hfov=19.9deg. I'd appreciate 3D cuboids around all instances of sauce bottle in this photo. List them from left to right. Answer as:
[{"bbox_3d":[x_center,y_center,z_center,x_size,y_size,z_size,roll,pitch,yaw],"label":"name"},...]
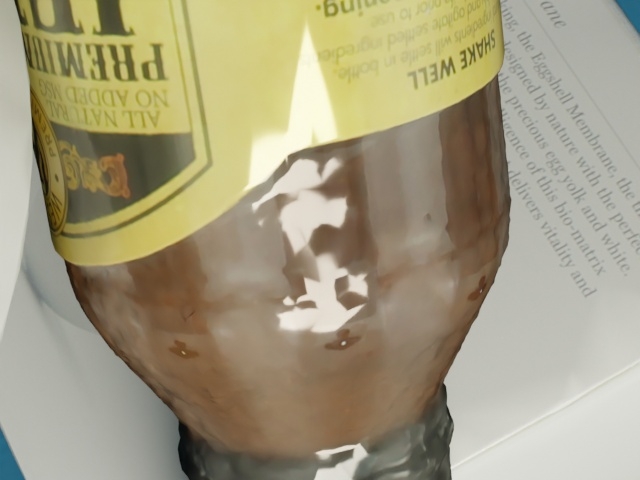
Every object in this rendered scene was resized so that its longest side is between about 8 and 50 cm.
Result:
[{"bbox_3d":[-0.013,-0.047,0.404,0.111,0.111,0.344,-17,111,-26],"label":"sauce bottle"}]

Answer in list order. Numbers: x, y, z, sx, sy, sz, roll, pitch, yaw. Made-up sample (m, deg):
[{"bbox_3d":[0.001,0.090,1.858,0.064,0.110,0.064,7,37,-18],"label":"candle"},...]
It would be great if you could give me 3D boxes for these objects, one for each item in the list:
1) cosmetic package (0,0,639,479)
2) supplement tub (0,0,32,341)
[{"bbox_3d":[0.000,0.000,0.602,0.225,0.224,0.138,-28,155,-2],"label":"cosmetic package"},{"bbox_3d":[-0.225,-0.033,0.267,0.241,0.241,0.331,-39,154,19],"label":"supplement tub"}]
